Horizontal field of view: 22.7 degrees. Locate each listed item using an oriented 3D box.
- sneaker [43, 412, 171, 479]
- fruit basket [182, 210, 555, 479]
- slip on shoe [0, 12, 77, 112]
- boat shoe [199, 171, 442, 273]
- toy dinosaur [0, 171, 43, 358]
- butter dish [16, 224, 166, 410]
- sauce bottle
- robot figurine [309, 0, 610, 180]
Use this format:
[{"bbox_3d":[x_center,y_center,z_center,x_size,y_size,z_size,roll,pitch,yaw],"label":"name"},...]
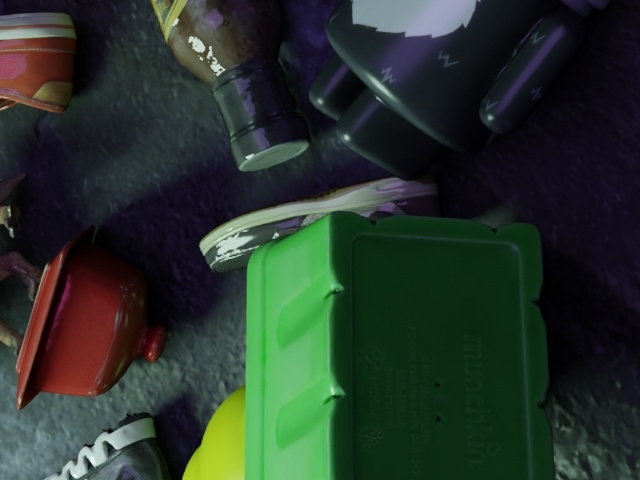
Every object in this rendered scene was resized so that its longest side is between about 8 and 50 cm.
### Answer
[{"bbox_3d":[-0.228,0.262,1.480,0.234,0.078,0.106,-36,74,16],"label":"sneaker"},{"bbox_3d":[0.038,0.179,1.293,0.283,0.392,0.392,4,91,-9],"label":"fruit basket"},{"bbox_3d":[-0.385,-0.145,1.532,0.331,0.123,0.101,-7,91,17],"label":"slip on shoe"},{"bbox_3d":[0.001,0.000,1.388,0.224,0.080,0.073,-17,78,17],"label":"boat shoe"},{"bbox_3d":[-0.372,0.048,1.471,0.200,0.127,0.295,6,69,17],"label":"toy dinosaur"},{"bbox_3d":[-0.198,0.079,1.448,0.118,0.160,0.160,17,98,-2],"label":"butter dish"},{"bbox_3d":[-0.100,-0.230,1.413,0.111,0.111,0.344,-25,79,20],"label":"sauce bottle"},{"bbox_3d":[0.115,-0.185,1.291,0.209,0.173,0.278,43,105,9],"label":"robot figurine"}]
